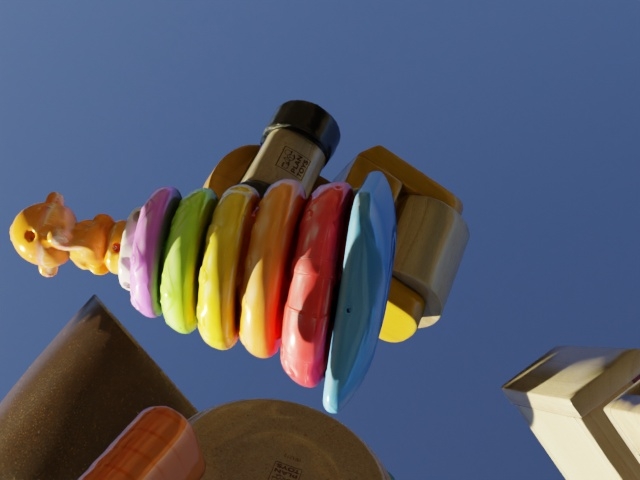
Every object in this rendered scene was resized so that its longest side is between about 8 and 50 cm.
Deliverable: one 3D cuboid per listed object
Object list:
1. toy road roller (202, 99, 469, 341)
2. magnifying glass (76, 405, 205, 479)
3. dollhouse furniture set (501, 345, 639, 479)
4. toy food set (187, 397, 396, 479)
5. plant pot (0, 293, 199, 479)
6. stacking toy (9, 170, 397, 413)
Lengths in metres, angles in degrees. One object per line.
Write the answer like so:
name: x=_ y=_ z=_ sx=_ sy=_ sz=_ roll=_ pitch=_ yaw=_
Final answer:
toy road roller: x=0.000 y=0.000 z=1.650 sx=0.240 sy=0.329 sz=0.202 roll=-48 pitch=-166 yaw=53
magnifying glass: x=-0.097 y=0.120 z=0.305 sx=0.026 sy=0.092 sz=0.231 roll=3 pitch=-148 yaw=29
dollhouse furniture set: x=0.297 y=0.074 z=0.673 sx=0.303 sy=0.198 sz=0.286 roll=-36 pitch=-179 yaw=-7
toy food set: x=-0.013 y=0.083 z=0.417 sx=0.083 sy=0.020 sz=0.082 roll=10 pitch=-143 yaw=-9
plant pot: x=-0.162 y=0.189 z=0.818 sx=0.230 sy=0.215 sz=0.215 roll=-41 pitch=-136 yaw=-9
stacking toy: x=-0.096 y=0.017 z=1.005 sx=0.302 sy=0.175 sz=0.166 roll=9 pitch=-169 yaw=4
